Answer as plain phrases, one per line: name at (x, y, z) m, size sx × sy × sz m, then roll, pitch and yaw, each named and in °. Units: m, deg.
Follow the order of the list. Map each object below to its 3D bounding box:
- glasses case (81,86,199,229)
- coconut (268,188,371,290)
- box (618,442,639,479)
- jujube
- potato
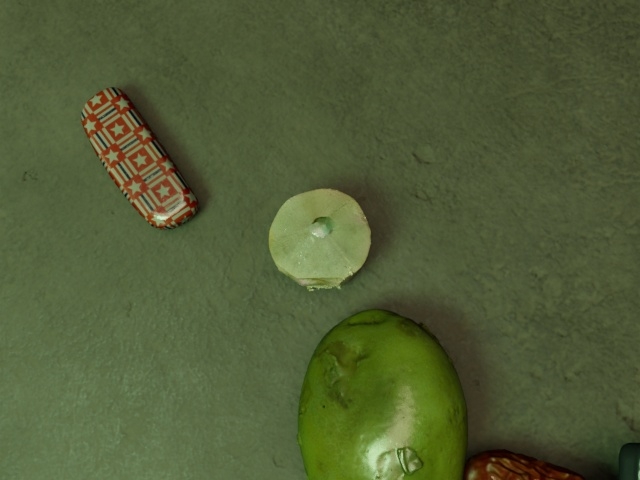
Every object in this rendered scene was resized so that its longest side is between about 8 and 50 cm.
glasses case at (-0.224, -0.096, 0.921) m, size 0.073 × 0.049 × 0.194 m, roll -34°, pitch 81°, yaw -5°
coconut at (0.000, 0.000, 0.863) m, size 0.116 × 0.122 × 0.116 m, roll 0°, pitch 78°, yaw 0°
box at (0.359, 0.331, 0.791) m, size 0.050 × 0.160 × 0.230 m, roll -3°, pitch 76°, yaw 41°
jujube at (0.231, 0.293, 0.813) m, size 0.176 × 0.112 × 0.109 m, roll 19°, pitch 92°, yaw 7°
potato at (0.066, 0.198, 0.810) m, size 0.186 × 0.148 × 0.253 m, roll -13°, pitch 71°, yaw -1°
